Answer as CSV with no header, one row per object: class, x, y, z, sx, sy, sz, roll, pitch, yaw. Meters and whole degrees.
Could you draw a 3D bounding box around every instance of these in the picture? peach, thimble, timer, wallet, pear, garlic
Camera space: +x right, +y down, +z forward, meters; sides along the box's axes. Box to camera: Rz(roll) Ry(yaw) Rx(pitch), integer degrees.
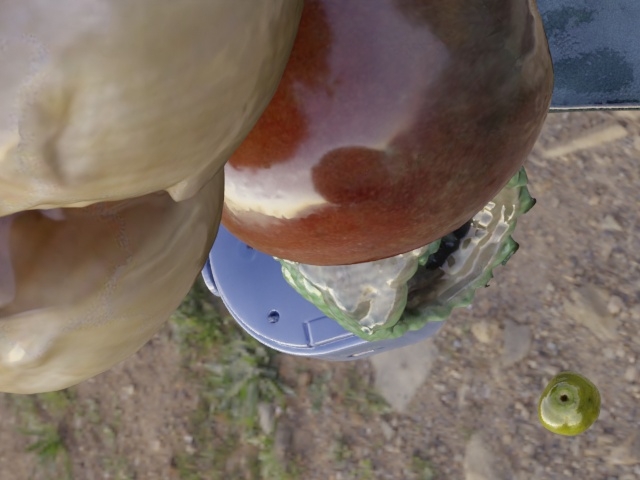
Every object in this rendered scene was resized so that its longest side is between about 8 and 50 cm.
peach,0.024,-0.112,0.693,0.252,0.252,0.252,-18,65,42
thimble,0.065,-0.024,0.926,0.150,0.219,0.219,37,105,29
timer,0.000,0.000,1.660,0.395,0.173,0.394,-5,79,25
wallet,0.340,-0.260,1.500,0.379,0.046,0.190,1,80,23
pear,0.354,0.231,1.556,0.092,0.097,0.092,-3,82,22
garlic,-0.125,-0.079,0.491,0.286,0.249,0.313,-56,44,12
